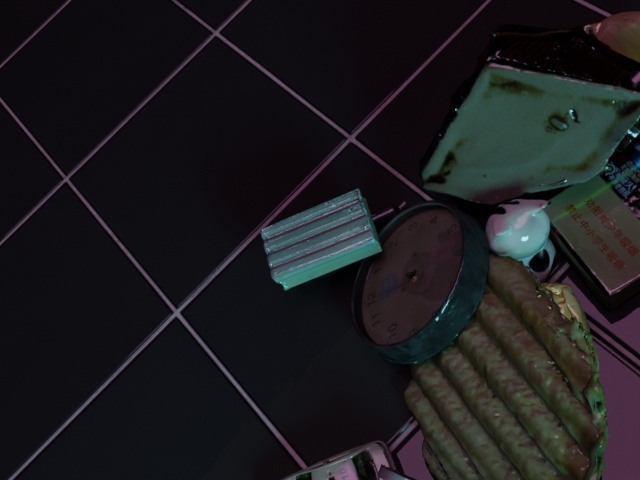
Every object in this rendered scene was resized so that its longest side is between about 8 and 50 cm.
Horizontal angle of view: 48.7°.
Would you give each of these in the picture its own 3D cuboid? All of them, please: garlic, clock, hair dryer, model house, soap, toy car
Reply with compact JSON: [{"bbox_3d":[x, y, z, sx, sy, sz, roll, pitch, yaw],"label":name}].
[{"bbox_3d":[0.543,-0.285,1.219,0.217,0.110,0.228,-30,60,45],"label":"garlic"},{"bbox_3d":[0.155,0.064,1.174,0.280,0.055,0.280,-38,36,35],"label":"clock"},{"bbox_3d":[0.060,-0.028,1.333,0.219,0.071,0.124,-25,61,1],"label":"hair dryer"},{"bbox_3d":[0.371,-0.207,1.207,0.297,0.317,0.282,30,34,6],"label":"model house"},{"bbox_3d":[0.000,0.000,1.254,0.198,0.063,0.114,-21,62,13],"label":"soap"},{"bbox_3d":[0.015,0.399,1.142,0.224,0.076,0.090,-25,61,9],"label":"toy car"}]

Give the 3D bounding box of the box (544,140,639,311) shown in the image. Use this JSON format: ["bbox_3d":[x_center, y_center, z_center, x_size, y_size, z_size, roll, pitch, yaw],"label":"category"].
[{"bbox_3d":[0.535,-0.052,1.144,0.310,0.084,0.198,-33,59,5],"label":"box"}]

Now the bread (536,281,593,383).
[{"bbox_3d":[0.352,0.182,1.093,0.140,0.106,0.236,-10,64,15],"label":"bread"}]

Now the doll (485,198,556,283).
[{"bbox_3d":[0.325,0.002,1.150,0.110,0.180,0.107,-38,45,-5],"label":"doll"}]

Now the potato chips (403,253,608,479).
[{"bbox_3d":[0.253,0.225,1.043,0.358,0.070,0.429,-65,32,24],"label":"potato chips"}]

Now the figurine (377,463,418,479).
[{"bbox_3d":[0.108,0.467,1.030,0.133,0.176,0.236,-5,58,65],"label":"figurine"}]
